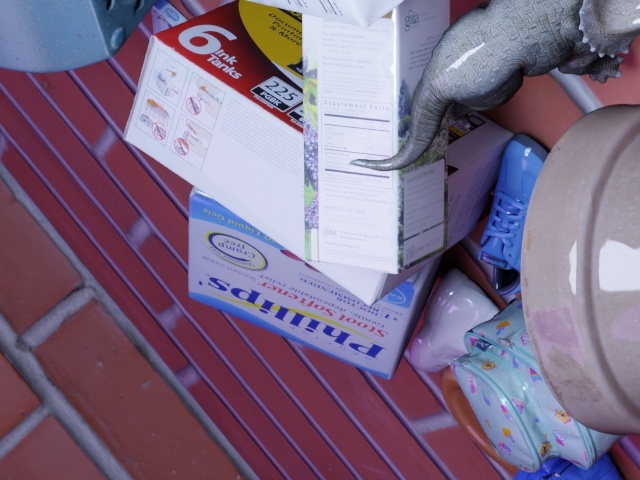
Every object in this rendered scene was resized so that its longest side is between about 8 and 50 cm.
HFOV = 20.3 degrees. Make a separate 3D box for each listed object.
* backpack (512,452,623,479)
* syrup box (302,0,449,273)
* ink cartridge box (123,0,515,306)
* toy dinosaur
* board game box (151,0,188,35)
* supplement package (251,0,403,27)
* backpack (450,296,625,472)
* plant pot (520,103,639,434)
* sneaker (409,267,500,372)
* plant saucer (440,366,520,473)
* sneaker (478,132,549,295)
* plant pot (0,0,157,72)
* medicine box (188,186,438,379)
[{"bbox_3d":[0.288,0.280,2.083,0.101,0.098,0.120,59,161,-16],"label":"backpack"},{"bbox_3d":[0.048,-0.099,1.518,0.096,0.093,0.237,8,107,30],"label":"syrup box"},{"bbox_3d":[0.016,-0.113,1.759,0.309,0.272,0.130,33,126,18],"label":"ink cartridge box"},{"bbox_3d":[0.152,-0.155,1.394,0.160,0.313,0.121,32,-139,-76],"label":"toy dinosaur"},{"bbox_3d":[-0.175,-0.251,2.246,0.090,0.020,0.090,45,161,17],"label":"board game box"},{"bbox_3d":[0.019,-0.295,1.434,0.203,0.194,0.149,23,146,53],"label":"supplement package"},{"bbox_3d":[0.240,0.160,1.897,0.188,0.144,0.166,10,131,59],"label":"backpack"},{"bbox_3d":[0.314,0.022,1.339,0.229,0.263,0.263,0,130,45],"label":"plant pot"},{"bbox_3d":[0.165,0.117,2.100,0.094,0.080,0.212,33,157,13],"label":"sneaker"},{"bbox_3d":[0.218,0.222,2.230,0.200,0.037,0.200,43,160,20],"label":"plant saucer"},{"bbox_3d":[0.195,-0.017,1.752,0.069,0.082,0.209,41,158,30],"label":"sneaker"},{"bbox_3d":[-0.317,-0.342,2.080,0.252,0.247,0.248,22,151,21],"label":"plant pot"},{"bbox_3d":[0.000,0.000,1.983,0.263,0.149,0.289,22,156,6],"label":"medicine box"}]
